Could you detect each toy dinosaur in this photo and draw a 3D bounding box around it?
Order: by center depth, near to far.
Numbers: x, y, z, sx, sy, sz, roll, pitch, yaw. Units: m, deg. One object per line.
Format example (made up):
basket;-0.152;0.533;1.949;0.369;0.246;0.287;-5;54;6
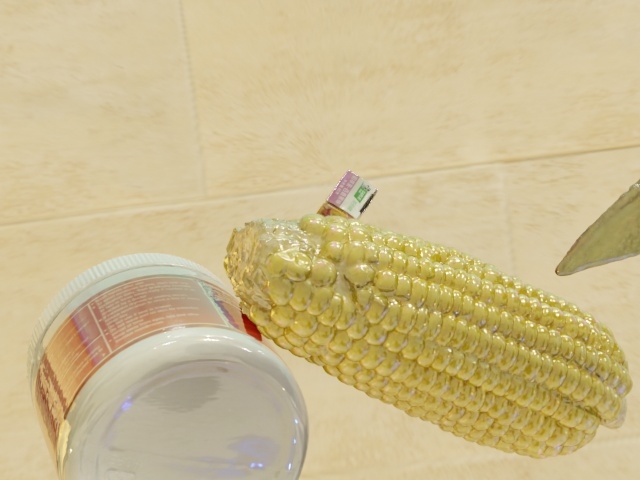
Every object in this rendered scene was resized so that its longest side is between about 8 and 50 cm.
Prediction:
toy dinosaur;0.272;-0.035;1.158;0.113;0.327;0.206;-9;125;28

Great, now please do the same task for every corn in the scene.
corn;0.090;0.071;1.084;0.347;0.130;0.130;24;93;-27

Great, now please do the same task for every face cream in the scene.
face cream;-0.128;0.134;1.213;0.201;0.187;0.201;-8;114;-18

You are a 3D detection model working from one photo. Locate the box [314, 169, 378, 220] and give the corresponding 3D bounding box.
box;0.000;0.000;1.532;0.041;0.207;0.050;35;57;-1
